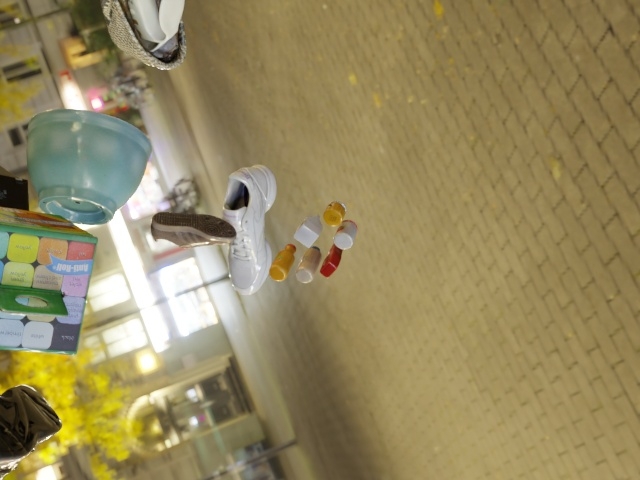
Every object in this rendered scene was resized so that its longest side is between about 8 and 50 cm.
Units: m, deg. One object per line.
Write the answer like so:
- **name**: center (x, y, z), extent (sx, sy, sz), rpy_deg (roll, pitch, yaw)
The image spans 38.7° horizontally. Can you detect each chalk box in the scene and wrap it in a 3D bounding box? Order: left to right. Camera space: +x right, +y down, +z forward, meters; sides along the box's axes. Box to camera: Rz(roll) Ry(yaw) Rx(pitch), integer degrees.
- **chalk box**: center (-0.440, 0.055, 1.317), extent (0.289, 0.180, 0.179), rpy_deg (16, 96, 59)

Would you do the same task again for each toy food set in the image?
- **toy food set**: center (0.000, 0.000, 1.868), extent (0.111, 0.232, 0.104), rpy_deg (34, -145, -7)

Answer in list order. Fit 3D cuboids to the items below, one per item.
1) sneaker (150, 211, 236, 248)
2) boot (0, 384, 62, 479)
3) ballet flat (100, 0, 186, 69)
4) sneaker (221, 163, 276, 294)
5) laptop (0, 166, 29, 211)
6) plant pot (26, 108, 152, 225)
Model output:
- **sneaker**: center (-0.281, -0.016, 2.017), extent (0.066, 0.188, 0.071), rpy_deg (-83, 7, -45)
- **boot**: center (-0.580, 0.357, 1.400), extent (0.138, 0.284, 0.377), rpy_deg (49, -179, 4)
- **ballet flat**: center (-0.291, -0.465, 1.419), extent (0.182, 0.164, 0.483), rpy_deg (39, 156, 31)
- **sneaker**: center (-0.185, -0.022, 2.096), extent (0.152, 0.114, 0.305), rpy_deg (-12, -72, -62)
- **laptop**: center (-1.010, -0.119, 2.487), extent (0.382, 0.236, 0.408), rpy_deg (11, -107, -69)
- **plant pot**: center (-0.559, -0.154, 2.148), extent (0.293, 0.293, 0.196), rpy_deg (97, 179, -69)
